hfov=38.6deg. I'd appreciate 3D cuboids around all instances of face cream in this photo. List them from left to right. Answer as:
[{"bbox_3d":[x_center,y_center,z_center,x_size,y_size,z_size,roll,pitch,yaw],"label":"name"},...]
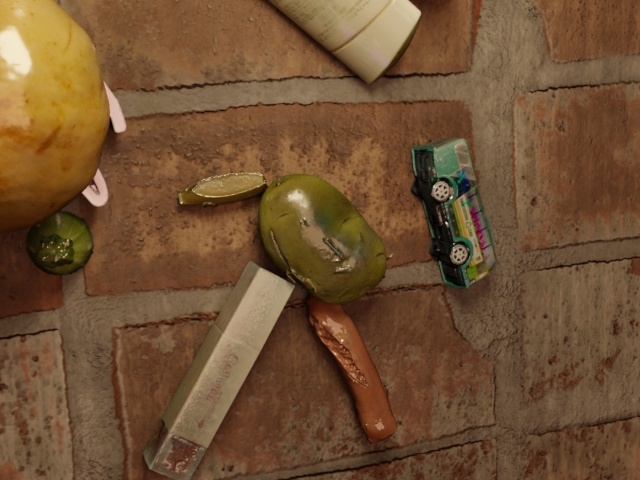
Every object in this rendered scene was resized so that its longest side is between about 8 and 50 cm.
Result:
[{"bbox_3d":[0.006,-0.399,1.442,0.348,0.173,0.081,36,50,-20],"label":"face cream"}]

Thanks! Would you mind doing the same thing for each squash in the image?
[{"bbox_3d":[-0.390,0.014,1.378,0.105,0.132,0.105,-3,99,-17],"label":"squash"}]

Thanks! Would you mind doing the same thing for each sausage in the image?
[{"bbox_3d":[0.059,0.221,1.599,0.078,0.078,0.304,-28,107,-13],"label":"sausage"}]

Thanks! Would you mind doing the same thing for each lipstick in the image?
[{"bbox_3d":[-0.169,0.215,1.516,0.076,0.080,0.371,29,89,-20],"label":"lipstick"}]

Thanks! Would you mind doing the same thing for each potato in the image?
[{"bbox_3d":[0.000,0.000,1.507,0.169,0.143,0.248,-47,109,-22],"label":"potato"}]

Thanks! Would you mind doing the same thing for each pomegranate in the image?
[{"bbox_3d":[-0.429,-0.181,1.181,0.338,0.338,0.338,-3,99,-19],"label":"pomegranate"}]

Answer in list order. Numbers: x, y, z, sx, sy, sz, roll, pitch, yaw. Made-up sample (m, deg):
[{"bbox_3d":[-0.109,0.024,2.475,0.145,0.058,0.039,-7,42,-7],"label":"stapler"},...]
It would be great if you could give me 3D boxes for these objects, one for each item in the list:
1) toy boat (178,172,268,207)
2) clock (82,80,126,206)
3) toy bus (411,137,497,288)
[{"bbox_3d":[-0.157,-0.080,1.491,0.149,0.049,0.047,-11,71,-15],"label":"toy boat"},{"bbox_3d":[-0.431,-0.159,1.367,0.275,0.080,0.290,-40,108,-9],"label":"clock"},{"bbox_3d":[0.234,-0.049,1.613,0.109,0.091,0.262,-23,107,-21],"label":"toy bus"}]
